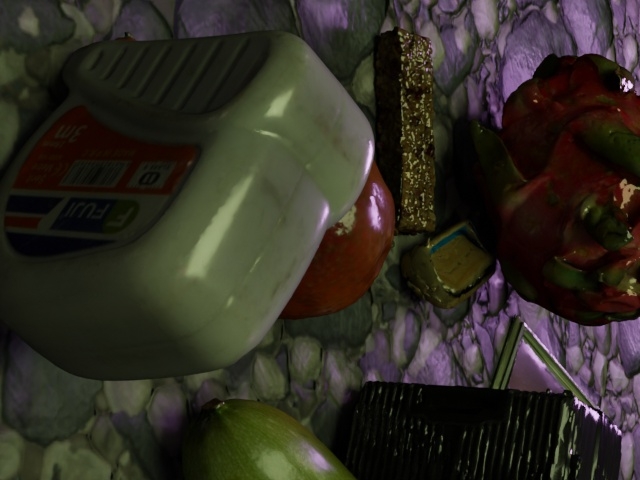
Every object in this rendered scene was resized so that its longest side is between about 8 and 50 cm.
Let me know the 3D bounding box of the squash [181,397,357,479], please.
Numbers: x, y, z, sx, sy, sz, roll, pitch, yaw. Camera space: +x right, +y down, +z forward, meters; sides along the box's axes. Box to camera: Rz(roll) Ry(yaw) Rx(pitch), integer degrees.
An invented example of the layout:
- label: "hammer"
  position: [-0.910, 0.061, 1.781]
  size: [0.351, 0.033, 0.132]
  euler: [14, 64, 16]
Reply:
- label: "squash"
  position: [-0.039, 0.195, 1.060]
  size: [0.186, 0.123, 0.123]
  euler: [53, 50, -33]

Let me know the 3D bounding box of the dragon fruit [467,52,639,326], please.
- label: "dragon fruit"
  position: [0.279, -0.057, 1.360]
  size: [0.231, 0.237, 0.302]
  euler: [72, 15, -45]

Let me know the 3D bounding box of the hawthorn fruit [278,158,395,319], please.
- label: "hawthorn fruit"
  position: [0.000, 0.000, 1.137]
  size: [0.285, 0.165, 0.165]
  euler: [45, 51, -67]

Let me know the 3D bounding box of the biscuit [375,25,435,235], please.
- label: "biscuit"
  position: [0.083, -0.103, 1.285]
  size: [0.064, 0.034, 0.199]
  euler: [5, 85, -49]

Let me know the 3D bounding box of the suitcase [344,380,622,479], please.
- label: "suitcase"
  position: [0.124, 0.296, 1.157]
  size: [0.152, 0.230, 0.335]
  euler: [39, 58, -50]

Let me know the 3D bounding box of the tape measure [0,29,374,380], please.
- label: "tape measure"
  position: [-0.105, -0.030, 0.904]
  size: [0.130, 0.258, 0.265]
  euler: [48, 61, -38]

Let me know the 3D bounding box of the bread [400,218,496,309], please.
- label: "bread"
  position: [0.127, 0.026, 1.317]
  size: [0.106, 0.053, 0.072]
  euler: [-29, 86, -49]

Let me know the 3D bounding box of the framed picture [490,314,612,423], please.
- label: "framed picture"
  position: [0.252, 0.230, 1.473]
  size: [0.252, 0.014, 0.197]
  euler: [46, 55, -37]
